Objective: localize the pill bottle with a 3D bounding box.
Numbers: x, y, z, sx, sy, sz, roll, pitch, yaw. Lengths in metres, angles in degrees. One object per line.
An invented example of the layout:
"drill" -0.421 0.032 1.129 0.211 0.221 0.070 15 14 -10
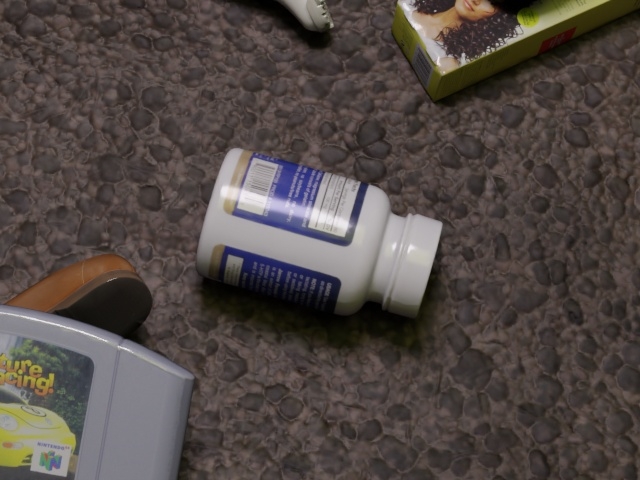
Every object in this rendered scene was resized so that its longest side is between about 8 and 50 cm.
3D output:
"pill bottle" 0.000 0.000 1.604 0.186 0.112 0.112 16 67 2

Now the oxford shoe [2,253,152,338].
"oxford shoe" -0.241 0.077 1.584 0.212 0.076 0.076 -27 35 -7

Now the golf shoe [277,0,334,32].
"golf shoe" -0.060 -0.239 1.736 0.086 0.069 0.176 -39 72 2

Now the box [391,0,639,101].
"box" 0.185 -0.211 1.739 0.232 0.058 0.087 -26 72 -15

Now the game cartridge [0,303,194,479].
"game cartridge" -0.253 0.148 1.512 0.294 0.060 0.196 9 89 -1

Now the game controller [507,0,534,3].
"game controller" 0.220 -0.357 1.645 0.166 0.067 0.319 41 106 -9
